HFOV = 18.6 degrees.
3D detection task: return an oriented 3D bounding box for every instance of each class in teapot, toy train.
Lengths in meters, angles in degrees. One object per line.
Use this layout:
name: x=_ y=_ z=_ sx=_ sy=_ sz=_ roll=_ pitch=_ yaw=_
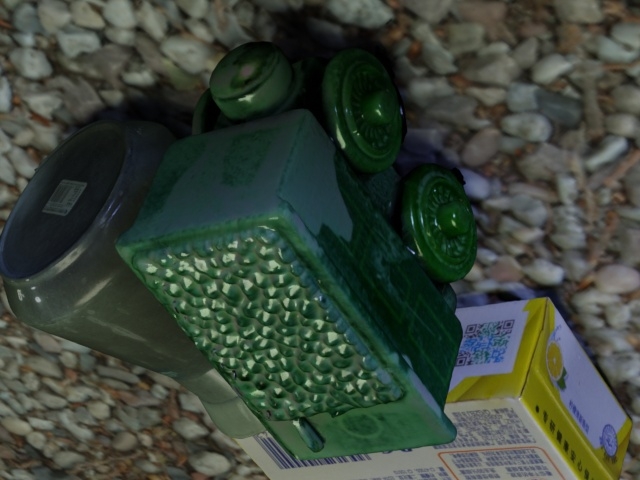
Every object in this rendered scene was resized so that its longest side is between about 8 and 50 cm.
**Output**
teapot: x=-0.116 y=0.030 z=1.436 sx=0.225 sy=0.171 sz=0.203 roll=40 pitch=170 yaw=-30
toy train: x=0.000 y=0.000 z=1.297 sx=0.145 sy=0.202 sz=0.266 roll=-11 pitch=133 yaw=32

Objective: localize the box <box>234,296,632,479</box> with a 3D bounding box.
box: x=0.082 y=0.140 z=1.492 sx=0.265 sy=0.097 sz=0.168 roll=-10 pitch=135 yaw=34
